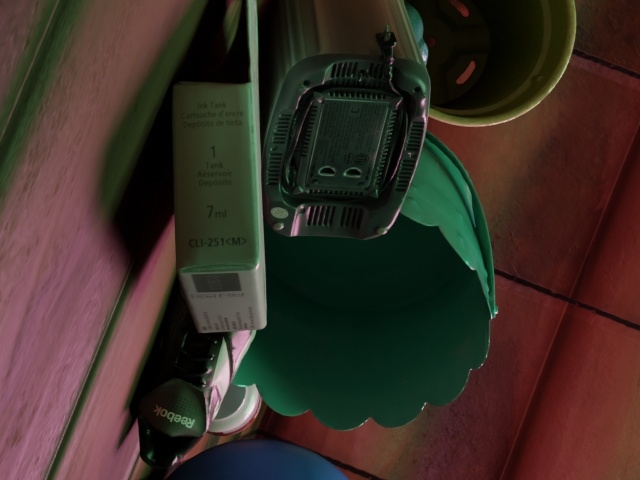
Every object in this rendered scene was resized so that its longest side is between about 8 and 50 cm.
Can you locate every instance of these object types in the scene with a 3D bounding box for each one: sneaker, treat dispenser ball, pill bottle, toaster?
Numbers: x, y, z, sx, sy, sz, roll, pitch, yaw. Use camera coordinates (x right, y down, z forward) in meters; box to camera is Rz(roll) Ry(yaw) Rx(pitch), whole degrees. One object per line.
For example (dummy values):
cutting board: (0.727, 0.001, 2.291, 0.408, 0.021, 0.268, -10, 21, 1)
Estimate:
sneaker: (-0.115, 0.121, 1.582, 0.106, 0.078, 0.234, -68, 180, -49)
treat dispenser ball: (-0.074, 0.372, 2.033, 0.288, 0.288, 0.288, 22, 90, -87)
pill bottle: (-0.108, 0.164, 1.898, 0.152, 0.086, 0.086, 88, 23, -81)
toaster: (0.013, -0.120, 1.453, 0.146, 0.129, 0.227, -100, -164, -45)

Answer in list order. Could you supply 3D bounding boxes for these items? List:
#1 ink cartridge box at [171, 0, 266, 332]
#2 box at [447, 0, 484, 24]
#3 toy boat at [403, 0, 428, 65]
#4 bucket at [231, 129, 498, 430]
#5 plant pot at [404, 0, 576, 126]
ink cartridge box: (-0.071, -0.071, 1.272, 0.275, 0.060, 0.239, 94, -7, -79)
box: (0.208, -0.445, 2.532, 0.142, 0.154, 0.300, -61, 171, -66)
toy boat: (0.078, -0.215, 1.927, 0.267, 0.148, 0.318, -64, 174, -54)
bucket: (0.029, 0.021, 1.676, 0.183, 0.281, 0.281, -80, -172, -56)
plant pot: (0.170, -0.277, 2.363, 0.254, 0.276, 0.276, 171, -59, -80)
